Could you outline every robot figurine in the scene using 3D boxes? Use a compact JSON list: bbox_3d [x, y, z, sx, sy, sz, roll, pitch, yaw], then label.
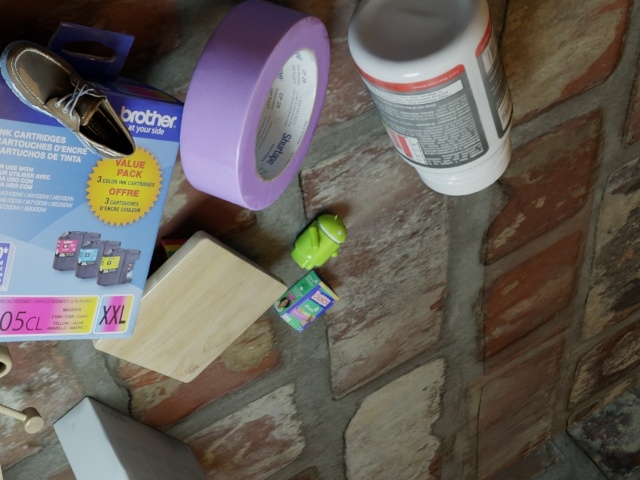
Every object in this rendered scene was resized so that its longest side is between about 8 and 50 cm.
[{"bbox_3d":[0.000,0.000,1.652,0.115,0.067,0.101,-46,154,10],"label":"robot figurine"}]

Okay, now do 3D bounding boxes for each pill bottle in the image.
[{"bbox_3d":[0.191,-0.235,1.435,0.210,0.210,0.363,-36,145,-2],"label":"pill bottle"}]

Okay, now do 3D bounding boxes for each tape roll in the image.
[{"bbox_3d":[-0.084,-0.184,1.242,0.275,0.090,0.275,-57,160,-34],"label":"tape roll"}]

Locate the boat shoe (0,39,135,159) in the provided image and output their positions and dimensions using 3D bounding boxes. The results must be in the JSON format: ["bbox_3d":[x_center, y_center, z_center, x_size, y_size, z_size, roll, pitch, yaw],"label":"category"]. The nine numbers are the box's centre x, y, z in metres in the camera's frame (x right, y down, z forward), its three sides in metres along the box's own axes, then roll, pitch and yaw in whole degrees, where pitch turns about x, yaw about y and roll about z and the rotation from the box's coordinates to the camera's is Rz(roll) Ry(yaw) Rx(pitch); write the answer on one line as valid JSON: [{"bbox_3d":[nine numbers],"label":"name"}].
[{"bbox_3d":[-0.272,-0.156,1.013,0.183,0.066,0.066,41,75,-43],"label":"boat shoe"}]

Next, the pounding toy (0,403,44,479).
[{"bbox_3d":[-0.569,0.311,1.487,0.206,0.094,0.181,-15,120,-30],"label":"pounding toy"}]

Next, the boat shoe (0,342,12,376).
[{"bbox_3d":[-0.620,0.191,1.291,0.341,0.110,0.121,-17,140,-27],"label":"boat shoe"}]

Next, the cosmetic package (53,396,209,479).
[{"bbox_3d":[-0.316,0.480,1.726,0.097,0.284,0.377,-38,144,3],"label":"cosmetic package"}]

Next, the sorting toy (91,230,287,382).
[{"bbox_3d":[-0.230,0.100,1.546,0.257,0.089,0.255,-43,144,8],"label":"sorting toy"}]

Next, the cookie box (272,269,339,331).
[{"bbox_3d":[-0.028,0.120,1.784,0.107,0.040,0.092,-41,144,3],"label":"cookie box"}]

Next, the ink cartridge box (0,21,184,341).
[{"bbox_3d":[-0.339,-0.079,1.145,0.270,0.151,0.395,2,108,-42],"label":"ink cartridge box"}]
